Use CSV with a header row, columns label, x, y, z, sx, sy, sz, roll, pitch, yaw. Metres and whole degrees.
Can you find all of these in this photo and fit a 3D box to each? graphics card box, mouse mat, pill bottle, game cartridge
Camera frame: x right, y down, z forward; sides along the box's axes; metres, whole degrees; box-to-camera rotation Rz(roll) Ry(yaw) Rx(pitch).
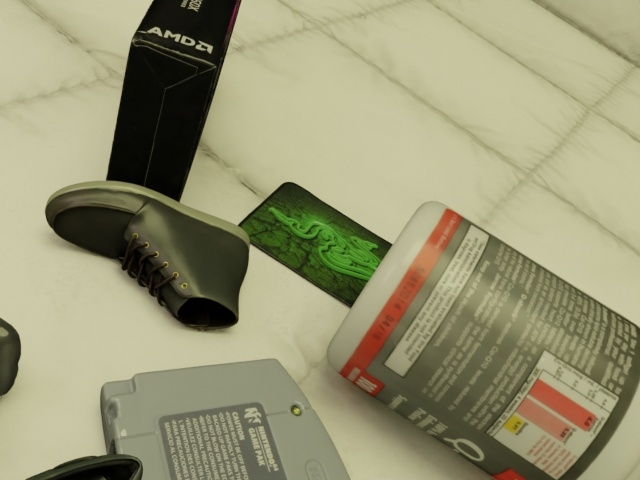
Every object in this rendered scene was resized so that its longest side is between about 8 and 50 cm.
label,x,y,z,sx,sy,sz,roll,pitch,yaw
graphics card box,-0.172,-0.226,0.822,0.094,0.232,0.371,18,40,-12
mouse mat,0.000,0.000,0.851,0.190,0.007,0.152,33,40,6
pill bottle,0.206,0.136,0.660,0.363,0.210,0.210,33,40,7
game cartridge,-0.060,0.236,0.533,0.196,0.060,0.294,-3,49,-26

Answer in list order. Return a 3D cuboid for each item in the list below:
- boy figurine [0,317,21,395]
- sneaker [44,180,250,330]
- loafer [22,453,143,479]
label,x,y,z,sx,sy,sz,roll,pitch,yaw
boy figurine,-0.349,0.131,0.429,0.177,0.092,0.285,33,28,7
sneaker,-0.180,0.015,0.676,0.222,0.083,0.118,14,42,-16
loafer,-0.198,0.187,0.382,0.076,0.078,0.223,49,26,13
